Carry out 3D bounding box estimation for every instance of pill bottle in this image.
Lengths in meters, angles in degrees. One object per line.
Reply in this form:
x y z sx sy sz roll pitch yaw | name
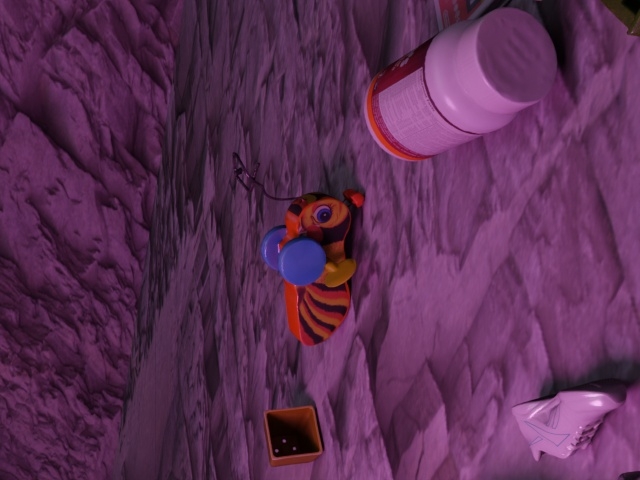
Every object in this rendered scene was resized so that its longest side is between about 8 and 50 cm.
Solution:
0.147 -0.166 0.944 0.221 0.121 0.121 161 110 -64 | pill bottle

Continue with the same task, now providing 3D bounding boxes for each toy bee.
0.000 0.000 1.259 0.195 0.162 0.298 52 159 45 | toy bee

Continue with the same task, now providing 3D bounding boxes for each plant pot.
-0.050 0.320 1.382 0.083 0.082 0.081 109 153 -54 | plant pot

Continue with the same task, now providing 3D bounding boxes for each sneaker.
0.236 0.166 0.802 0.152 0.054 0.061 130 128 -62 | sneaker

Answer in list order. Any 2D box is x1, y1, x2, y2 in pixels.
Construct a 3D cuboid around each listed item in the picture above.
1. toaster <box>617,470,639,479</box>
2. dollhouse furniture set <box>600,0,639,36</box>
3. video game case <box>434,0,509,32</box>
0.277 0.261 0.602 0.146 0.129 0.226 120 142 -52 | toaster
0.232 -0.339 0.679 0.151 0.198 0.301 -111 33 -47 | dollhouse furniture set
0.202 -0.371 0.964 0.285 0.025 0.204 138 130 -57 | video game case
